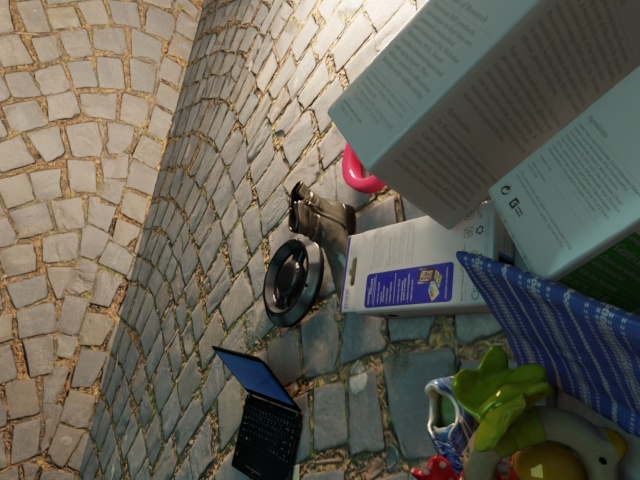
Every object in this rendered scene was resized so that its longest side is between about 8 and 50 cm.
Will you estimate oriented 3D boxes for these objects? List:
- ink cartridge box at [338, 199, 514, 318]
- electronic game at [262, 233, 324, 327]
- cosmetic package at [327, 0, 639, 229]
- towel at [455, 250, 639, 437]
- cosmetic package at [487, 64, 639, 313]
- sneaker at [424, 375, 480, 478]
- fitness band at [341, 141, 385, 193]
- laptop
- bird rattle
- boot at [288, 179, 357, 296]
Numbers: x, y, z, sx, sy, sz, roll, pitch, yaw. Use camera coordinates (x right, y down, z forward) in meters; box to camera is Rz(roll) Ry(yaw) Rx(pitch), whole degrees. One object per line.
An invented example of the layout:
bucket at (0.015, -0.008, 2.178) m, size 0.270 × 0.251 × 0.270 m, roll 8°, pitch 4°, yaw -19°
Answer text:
ink cartridge box at (0.169, 0.047, 0.852) m, size 0.332 × 0.065 × 0.166 m, roll -12°, pitch 63°, yaw 50°
electronic game at (-0.067, 0.092, 1.168) m, size 0.229 × 0.048 × 0.230 m, roll -31°, pitch 49°, yaw 44°
cosmetic package at (0.255, -0.249, 0.669) m, size 0.453 × 0.230 × 0.162 m, roll -43°, pitch 47°, yaw 19°
towel at (0.295, 0.140, 0.483) m, size 0.040 × 0.243 × 0.336 m, roll -45°, pitch 32°, yaw -10°
cosmetic package at (0.390, -0.088, 0.501) m, size 0.365 × 0.196 × 0.155 m, roll -45°, pitch 40°, yaw 34°
sneaker at (0.187, 0.294, 0.683) m, size 0.080 × 0.081 × 0.211 m, roll -34°, pitch 49°, yaw 38°
fitness band at (0.142, -0.238, 1.051) m, size 0.209 × 0.054 × 0.291 m, roll 22°, pitch 91°, yaw 59°
laptop at (-0.161, 0.384, 1.069) m, size 0.234 × 0.136 × 0.265 m, roll -6°, pitch 68°, yaw 53°
bird rattle at (0.222, 0.266, 0.555) m, size 0.143 × 0.206 × 0.254 m, roll -44°, pitch -32°, yaw -78°
boot at (0.000, 0.000, 1.022) m, size 0.083 × 0.161 × 0.247 m, roll -38°, pitch 45°, yaw 38°
